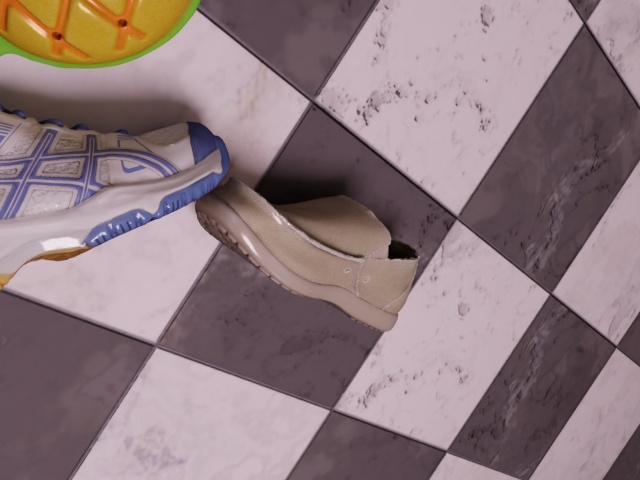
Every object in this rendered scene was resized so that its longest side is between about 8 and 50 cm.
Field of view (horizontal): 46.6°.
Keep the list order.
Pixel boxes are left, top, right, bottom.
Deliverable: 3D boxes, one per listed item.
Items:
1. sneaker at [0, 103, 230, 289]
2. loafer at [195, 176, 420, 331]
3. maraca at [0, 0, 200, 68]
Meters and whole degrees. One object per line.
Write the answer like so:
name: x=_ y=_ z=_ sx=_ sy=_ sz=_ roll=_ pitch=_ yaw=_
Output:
sneaker: x=-0.184 y=-0.045 z=0.460 sx=0.296 sy=0.112 sz=0.131 roll=-29 pitch=97 yaw=-43
loafer: x=0.000 y=0.000 z=0.642 sx=0.092 sy=0.102 sz=0.268 roll=-58 pitch=143 yaw=1
maraca: x=-0.159 y=-0.158 z=0.432 sx=0.185 sy=0.099 sz=0.127 roll=-13 pitch=122 yaw=-2
